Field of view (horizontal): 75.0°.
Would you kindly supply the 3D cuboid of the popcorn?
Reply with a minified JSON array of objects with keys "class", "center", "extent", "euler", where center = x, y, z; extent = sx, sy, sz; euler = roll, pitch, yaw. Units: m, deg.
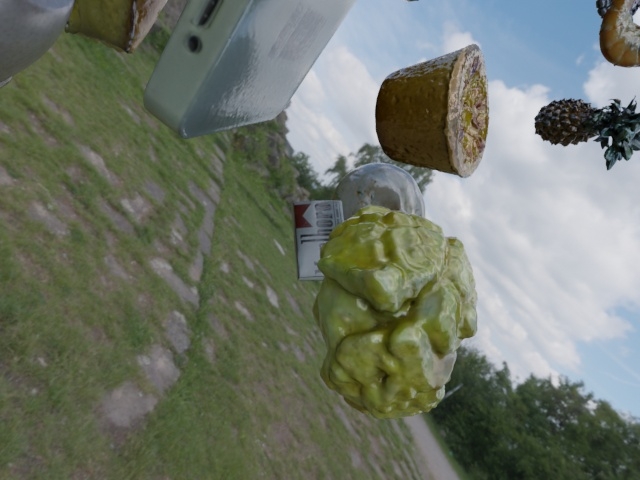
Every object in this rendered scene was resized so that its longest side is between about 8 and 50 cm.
[{"class":"popcorn","center":[0.081,0.081,0.498],"extent":[0.255,0.195,0.255],"euler":[63,23,-79]}]

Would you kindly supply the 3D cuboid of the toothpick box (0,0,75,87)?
[{"class":"toothpick box","center":[-0.537,-0.335,0.427],"extent":[0.409,0.426,0.408],"euler":[-13,90,-86]}]

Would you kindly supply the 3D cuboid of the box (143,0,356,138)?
[{"class":"box","center":[-0.066,-0.331,0.620],"extent":[0.090,0.367,0.373],"euler":[41,26,1]}]

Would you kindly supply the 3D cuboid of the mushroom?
[{"class":"mushroom","center":[0.142,-0.064,1.054],"extent":[0.243,0.244,0.243],"euler":[50,4,-5]}]

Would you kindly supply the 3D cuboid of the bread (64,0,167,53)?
[{"class":"bread","center":[-0.354,-0.472,0.721],"extent":[0.205,0.261,0.163],"euler":[26,36,19]}]

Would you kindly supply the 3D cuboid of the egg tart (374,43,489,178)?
[{"class":"egg tart","center":[0.180,-0.203,0.683],"extent":[0.147,0.202,0.202],"euler":[7,-23,33]}]

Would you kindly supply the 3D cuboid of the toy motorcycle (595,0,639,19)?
[{"class":"toy motorcycle","center":[0.556,-0.436,0.637],"extent":[0.089,0.299,0.170],"euler":[-132,-152,-68]}]

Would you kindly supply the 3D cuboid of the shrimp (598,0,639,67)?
[{"class":"shrimp","center":[0.328,-0.205,0.390],"extent":[0.127,0.090,0.025],"euler":[7,24,-5]}]

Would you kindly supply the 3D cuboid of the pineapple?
[{"class":"pineapple","center":[0.446,-0.192,0.711],"extent":[0.083,0.103,0.221],"euler":[36,9,-22]}]

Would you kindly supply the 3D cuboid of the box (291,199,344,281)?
[{"class":"box","center":[0.000,0.000,0.915],"extent":[0.036,0.115,0.177],"euler":[112,-27,-70]}]
